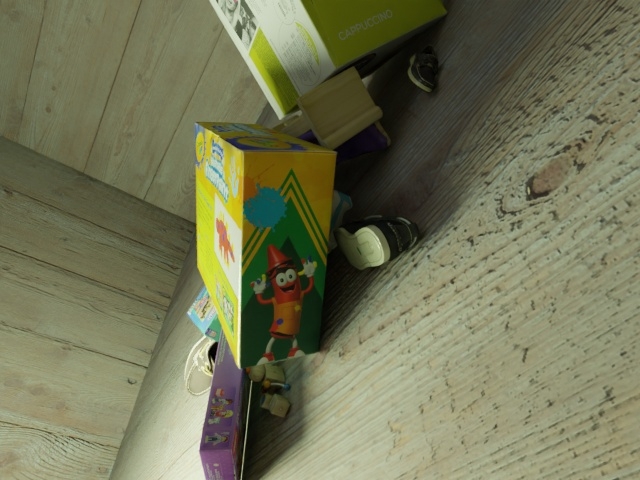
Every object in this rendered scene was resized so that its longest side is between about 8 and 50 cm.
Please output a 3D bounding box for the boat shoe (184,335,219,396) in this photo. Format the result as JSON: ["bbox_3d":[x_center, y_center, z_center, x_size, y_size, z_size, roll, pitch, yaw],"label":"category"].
[{"bbox_3d":[-0.272,0.304,1.109,0.324,0.116,0.097,-53,20,12],"label":"boat shoe"}]

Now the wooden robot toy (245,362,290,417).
[{"bbox_3d":[-0.115,0.280,0.816,0.076,0.079,0.173,-59,21,12],"label":"wooden robot toy"}]

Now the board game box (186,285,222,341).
[{"bbox_3d":[-0.276,0.164,1.106,0.160,0.047,0.210,-59,27,-11],"label":"board game box"}]

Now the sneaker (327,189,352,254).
[{"bbox_3d":[0.000,0.000,0.870,0.087,0.092,0.229,-104,25,-56],"label":"sneaker"}]

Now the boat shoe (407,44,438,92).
[{"bbox_3d":[0.207,-0.346,0.817,0.049,0.056,0.152,-52,23,41],"label":"boat shoe"}]

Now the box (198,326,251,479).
[{"bbox_3d":[-0.180,0.322,0.827,0.293,0.057,0.201,-94,7,-53],"label":"box"}]

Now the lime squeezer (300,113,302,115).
[{"bbox_3d":[-0.063,-0.458,1.572,0.310,0.059,0.110,-35,36,53],"label":"lime squeezer"}]

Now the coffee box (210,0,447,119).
[{"bbox_3d":[0.006,-0.538,0.944,0.337,0.338,0.334,-35,12,-22],"label":"coffee box"}]

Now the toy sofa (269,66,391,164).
[{"bbox_3d":[-0.012,-0.230,0.957,0.150,0.177,0.362,-35,13,-20],"label":"toy sofa"}]

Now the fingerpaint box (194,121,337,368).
[{"bbox_3d":[-0.141,-0.034,0.847,0.445,0.163,0.371,-142,52,-58],"label":"fingerpaint box"}]

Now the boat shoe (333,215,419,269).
[{"bbox_3d":[0.085,0.000,0.707,0.079,0.084,0.233,-29,6,-16],"label":"boat shoe"}]
